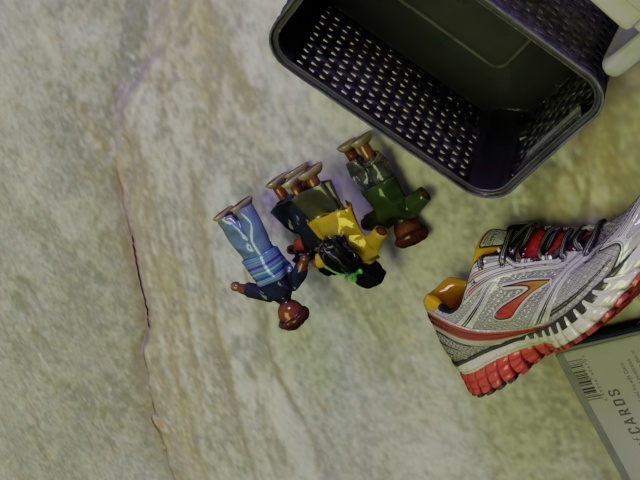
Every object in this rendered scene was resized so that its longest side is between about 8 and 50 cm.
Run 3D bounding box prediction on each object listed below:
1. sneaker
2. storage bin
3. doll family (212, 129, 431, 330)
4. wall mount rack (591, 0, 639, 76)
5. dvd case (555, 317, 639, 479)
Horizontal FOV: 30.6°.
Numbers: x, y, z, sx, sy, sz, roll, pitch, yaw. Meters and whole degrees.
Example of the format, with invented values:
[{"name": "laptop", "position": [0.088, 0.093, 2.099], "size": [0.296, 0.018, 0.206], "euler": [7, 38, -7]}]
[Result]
[{"name": "sneaker", "position": [0.146, 0.026, 0.780], "size": [0.092, 0.088, 0.225], "euler": [52, 135, 3]}, {"name": "storage bin", "position": [0.076, -0.125, 0.707], "size": [0.180, 0.084, 0.122], "euler": [34, 136, -10]}, {"name": "doll family", "position": [0.000, 0.000, 0.900], "size": [0.193, 0.076, 0.111], "euler": [-21, 106, 49]}, {"name": "wall mount rack", "position": [0.169, -0.246, 0.550], "size": [0.350, 0.130, 0.304], "euler": [41, 139, -5]}, {"name": "dvd case", "position": [0.291, 0.119, 0.759], "size": [0.239, 0.030, 0.179], "euler": [-21, 101, 45]}]
